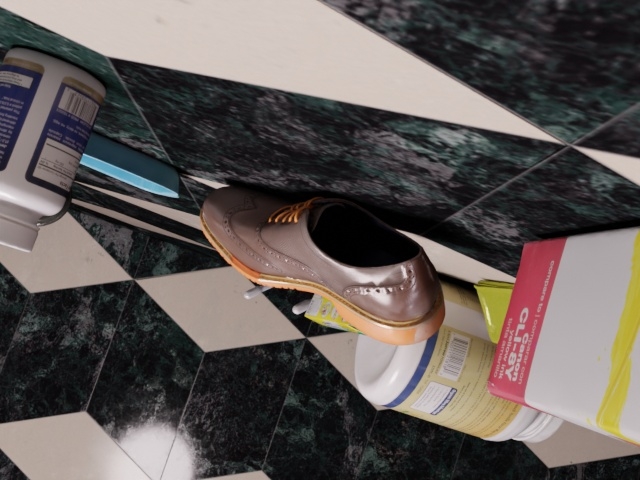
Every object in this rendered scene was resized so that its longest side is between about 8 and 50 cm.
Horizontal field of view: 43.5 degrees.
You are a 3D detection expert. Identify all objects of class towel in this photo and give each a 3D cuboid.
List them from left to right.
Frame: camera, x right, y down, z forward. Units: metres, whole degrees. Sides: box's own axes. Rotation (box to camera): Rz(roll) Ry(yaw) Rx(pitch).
[{"bbox_3d":[0.296,0.112,1.073,0.021,0.102,0.237,-20,-167,-26],"label":"towel"}]

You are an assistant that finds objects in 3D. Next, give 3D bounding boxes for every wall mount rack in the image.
[{"bbox_3d":[0.036,0.114,1.621,0.304,0.130,0.350,23,171,-31],"label":"wall mount rack"}]

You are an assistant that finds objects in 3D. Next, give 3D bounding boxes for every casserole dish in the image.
[{"bbox_3d":[-0.274,-0.107,1.097,0.188,0.037,0.114,24,172,-33],"label":"casserole dish"}]

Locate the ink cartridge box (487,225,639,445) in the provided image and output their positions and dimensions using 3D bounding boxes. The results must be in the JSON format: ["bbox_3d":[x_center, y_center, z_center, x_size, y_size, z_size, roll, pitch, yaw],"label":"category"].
[{"bbox_3d":[0.333,0.102,0.594,0.279,0.160,0.384,20,173,-7],"label":"ink cartridge box"}]

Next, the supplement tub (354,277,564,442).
[{"bbox_3d":[0.239,0.198,1.329,0.316,0.228,0.228,21,173,-15],"label":"supplement tub"}]

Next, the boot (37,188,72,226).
[{"bbox_3d":[-0.547,-0.098,1.477,0.348,0.131,0.260,28,170,20],"label":"boot"}]

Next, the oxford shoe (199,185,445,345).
[{"bbox_3d":[-0.010,-0.011,0.961,0.363,0.130,0.133,22,143,31],"label":"oxford shoe"}]

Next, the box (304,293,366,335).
[{"bbox_3d":[0.047,0.082,1.205,0.043,0.105,0.179,29,169,-20],"label":"box"}]

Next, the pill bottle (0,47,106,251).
[{"bbox_3d":[-0.268,-0.079,0.732,0.094,0.169,0.094,19,173,2],"label":"pill bottle"}]
